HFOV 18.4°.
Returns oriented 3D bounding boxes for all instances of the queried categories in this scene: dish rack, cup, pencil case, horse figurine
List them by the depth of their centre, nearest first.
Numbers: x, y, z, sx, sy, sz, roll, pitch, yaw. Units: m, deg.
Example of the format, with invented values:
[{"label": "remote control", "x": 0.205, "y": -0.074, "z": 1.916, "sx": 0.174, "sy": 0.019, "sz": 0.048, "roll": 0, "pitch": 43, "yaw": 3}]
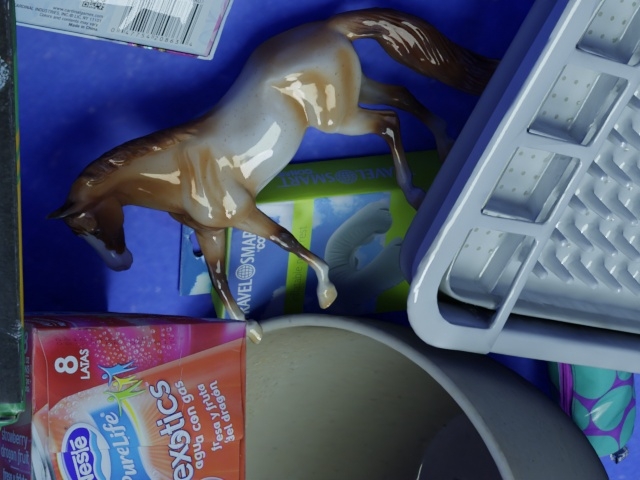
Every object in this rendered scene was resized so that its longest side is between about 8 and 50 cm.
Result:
[{"label": "horse figurine", "x": -0.018, "y": -0.054, "z": 1.194, "sx": 0.263, "sy": 0.066, "sz": 0.174, "roll": -43, "pitch": 117, "yaw": 0}, {"label": "dish rack", "x": 0.206, "y": -0.054, "z": 1.236, "sx": 0.333, "sy": 0.072, "sz": 0.285, "roll": 11, "pitch": 115, "yaw": -41}, {"label": "cup", "x": 0.071, "y": 0.204, "z": 1.340, "sx": 0.237, "sy": 0.331, "sz": 0.331, "roll": -6, "pitch": 137, "yaw": -51}, {"label": "pencil case", "x": 0.189, "y": 0.091, "z": 1.411, "sx": 0.070, "sy": 0.064, "sz": 0.151, "roll": -43, "pitch": 140, "yaw": -30}]

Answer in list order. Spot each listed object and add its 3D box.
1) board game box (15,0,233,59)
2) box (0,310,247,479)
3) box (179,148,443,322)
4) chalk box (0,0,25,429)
[{"label": "board game box", "x": -0.156, "y": -0.261, "z": 0.998, "sx": 0.319, "sy": 0.066, "sz": 0.318, "roll": 9, "pitch": 126, "yaw": -25}, {"label": "box", "x": -0.146, "y": 0.104, "z": 1.174, "sx": 0.128, "sy": 0.257, "sz": 0.122, "roll": 0, "pitch": 89, "yaw": -24}, {"label": "box", "x": 0.000, "y": 0.000, "z": 1.289, "sx": 0.178, "sy": 0.042, "sz": 0.109, "roll": -6, "pitch": 130, "yaw": -14}, {"label": "chalk box", "x": -0.258, "y": 0.025, "z": 1.034, "sx": 0.180, "sy": 0.289, "sz": 0.179, "roll": 1, "pitch": 172, "yaw": -19}]
